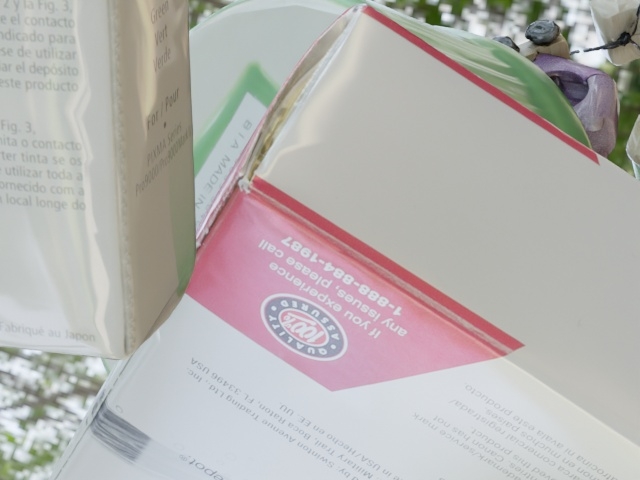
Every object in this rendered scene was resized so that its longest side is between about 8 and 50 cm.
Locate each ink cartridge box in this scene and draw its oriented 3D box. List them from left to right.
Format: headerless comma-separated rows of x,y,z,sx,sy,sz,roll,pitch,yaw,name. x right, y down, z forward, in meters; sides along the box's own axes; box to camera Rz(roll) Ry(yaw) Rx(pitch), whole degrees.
-0.122,-0.088,0.328,0.056,0.181,0.225,-64,-23,-63,ink cartridge box
0.020,0.075,0.623,0.283,0.207,0.117,-54,6,47,ink cartridge box

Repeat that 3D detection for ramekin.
0.000,0.000,0.888,0.148,0.303,0.303,19,-93,-48,ramekin

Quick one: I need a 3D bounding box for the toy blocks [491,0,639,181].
0.300,0.004,1.012,0.288,0.260,0.309,-23,-48,-2,toy blocks
